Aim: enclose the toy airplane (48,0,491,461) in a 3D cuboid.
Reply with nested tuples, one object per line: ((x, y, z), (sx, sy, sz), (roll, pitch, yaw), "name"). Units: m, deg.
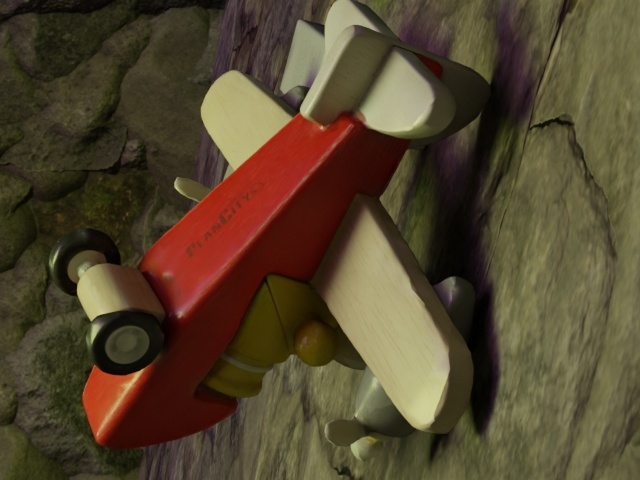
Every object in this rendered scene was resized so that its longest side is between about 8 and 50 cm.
((0.000, 0.000, 1.401), (0.384, 0.272, 0.386), (-10, 52, 38), "toy airplane")

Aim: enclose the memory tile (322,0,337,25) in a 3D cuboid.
((0.031, -0.338, 2.175), (0.113, 0.012, 0.148), (-141, 63, -79), "memory tile")

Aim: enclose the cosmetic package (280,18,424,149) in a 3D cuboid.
((0.036, -0.154, 1.649), (0.231, 0.117, 0.085), (-123, 48, -77), "cosmetic package")
